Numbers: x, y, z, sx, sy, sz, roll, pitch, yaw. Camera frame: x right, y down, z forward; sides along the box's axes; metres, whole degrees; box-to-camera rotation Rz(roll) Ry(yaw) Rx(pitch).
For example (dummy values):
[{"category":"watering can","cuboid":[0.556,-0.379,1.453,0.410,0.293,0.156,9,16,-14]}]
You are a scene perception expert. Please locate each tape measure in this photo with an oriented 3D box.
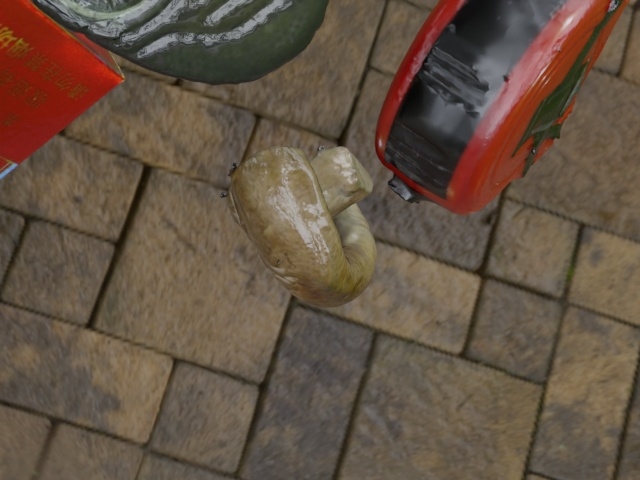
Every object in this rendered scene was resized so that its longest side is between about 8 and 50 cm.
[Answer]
[{"category":"tape measure","cuboid":[0.153,-0.134,0.959,0.114,0.253,0.260,35,46,14]}]

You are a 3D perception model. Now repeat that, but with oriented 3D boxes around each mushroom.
[{"category":"mushroom","cuboid":[0.000,0.000,1.225,0.156,0.286,0.151,-28,71,11]}]

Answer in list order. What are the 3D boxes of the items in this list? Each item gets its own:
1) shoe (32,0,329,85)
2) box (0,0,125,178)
[{"category":"shoe","cuboid":[-0.120,-0.178,0.408,0.109,0.149,0.293,-47,129,9]},{"category":"box","cuboid":[-0.326,-0.088,0.811,0.313,0.197,0.089,-36,64,9]}]
